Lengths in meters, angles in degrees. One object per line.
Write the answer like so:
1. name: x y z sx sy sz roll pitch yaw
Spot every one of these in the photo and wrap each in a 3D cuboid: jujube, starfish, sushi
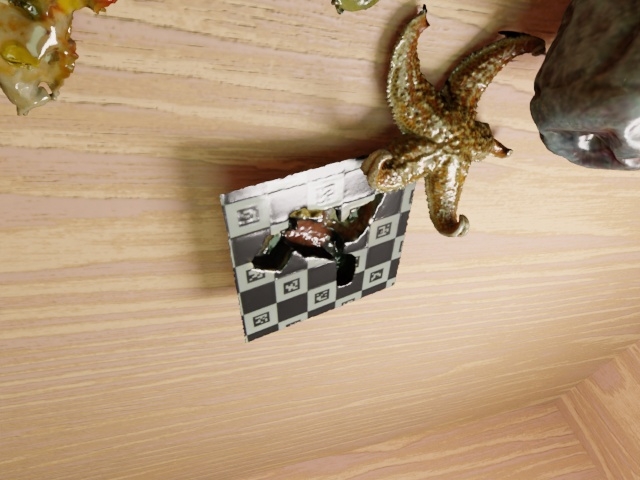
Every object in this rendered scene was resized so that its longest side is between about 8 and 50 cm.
1. jujube: 0.406 -0.246 0.509 0.226 0.226 0.316 18 101 -36
2. starfish: 0.203 -0.164 0.618 0.312 0.113 0.303 17 109 -34
3. sushi: 0.000 0.000 0.751 0.343 0.064 0.359 -18 136 -20

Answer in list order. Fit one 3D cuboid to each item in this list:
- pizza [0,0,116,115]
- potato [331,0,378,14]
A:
1. pizza: -0.277 -0.248 0.360 0.189 0.071 0.297 13 130 -35
2. potato: 0.011 -0.324 0.381 0.117 0.090 0.225 -27 138 7
